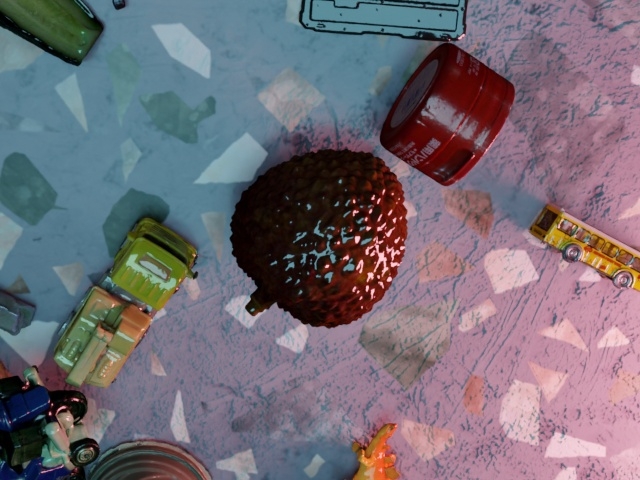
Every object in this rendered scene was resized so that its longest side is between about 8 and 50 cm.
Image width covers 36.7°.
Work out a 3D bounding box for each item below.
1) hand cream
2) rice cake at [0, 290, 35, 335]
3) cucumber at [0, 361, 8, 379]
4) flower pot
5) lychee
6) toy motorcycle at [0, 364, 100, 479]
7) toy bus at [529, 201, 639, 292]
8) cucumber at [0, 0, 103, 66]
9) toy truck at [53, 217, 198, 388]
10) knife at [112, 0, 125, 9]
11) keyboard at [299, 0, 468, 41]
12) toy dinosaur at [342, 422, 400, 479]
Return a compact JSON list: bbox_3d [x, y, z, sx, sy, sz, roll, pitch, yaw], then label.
[{"bbox_3d":[0.187,-0.190,1.448,0.125,0.193,0.193,31,100,-10],"label":"hand cream"},{"bbox_3d":[-0.578,0.065,1.521,0.270,0.049,0.055,31,122,-12],"label":"rice cake"},{"bbox_3d":[-0.613,0.281,1.539,0.244,0.134,0.134,-36,105,10],"label":"cucumber"},{"bbox_3d":[-0.293,0.466,1.607,0.235,0.140,0.235,-1,104,-3],"label":"flower pot"},{"bbox_3d":[0.000,0.000,1.440,0.276,0.276,0.304,41,89,-14],"label":"lychee"},{"bbox_3d":[-0.456,0.339,1.505,0.196,0.125,0.331,-16,144,-27],"label":"toy motorcycle"},{"bbox_3d":[0.458,0.021,1.583,0.226,0.081,0.074,27,100,-11],"label":"toy bus"},{"bbox_3d":[-0.422,-0.332,1.413,0.193,0.115,0.086,32,143,-17],"label":"cucumber"},{"bbox_3d":[-0.309,0.109,1.500,0.124,0.157,0.272,35,100,-13],"label":"toy truck"},{"bbox_3d":[-0.312,-0.403,1.428,0.018,0.031,0.121,-14,104,1],"label":"knife"},{"bbox_3d":[0.099,-0.367,1.482,0.262,0.016,0.106,3,105,-6],"label":"keyboard"},{"bbox_3d":[0.080,0.438,1.671,0.117,0.070,0.288,22,107,-11],"label":"toy dinosaur"}]
